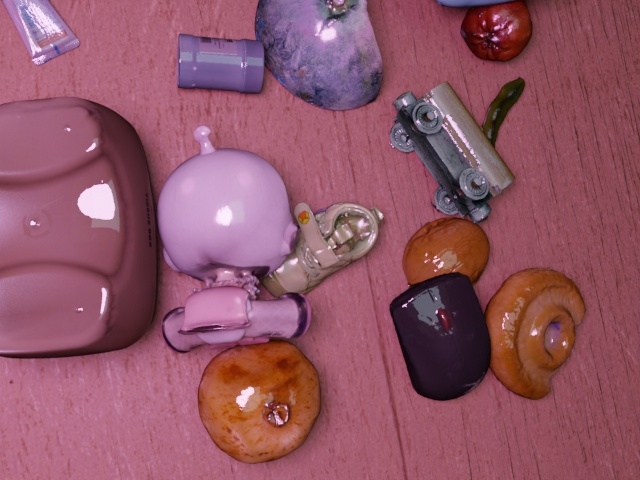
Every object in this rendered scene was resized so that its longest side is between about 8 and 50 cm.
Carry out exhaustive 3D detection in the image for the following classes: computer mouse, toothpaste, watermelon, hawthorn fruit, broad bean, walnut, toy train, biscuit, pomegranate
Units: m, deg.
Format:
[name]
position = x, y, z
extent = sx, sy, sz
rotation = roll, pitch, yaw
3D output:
[computer mouse]
position = 0.244, 0.201, 1.181
extent = 0.170, 0.100, 0.269
rotation = -26, 110, -14
[toothpaste]
position = -0.533, -0.436, 1.096
extent = 0.089, 0.057, 0.234
rotation = -33, 100, -15
[watermelon]
position = -0.007, -0.402, 1.177
extent = 0.188, 0.175, 0.321
rotation = -32, 92, -18
[hawthorn fruit]
position = 0.389, -0.470, 1.325
extent = 0.148, 0.148, 0.172
rotation = 39, 59, -9
[broad bean]
position = 0.394, -0.267, 1.350
extent = 0.069, 0.039, 0.226
rotation = 21, 79, -6
[walnut]
position = 0.269, 0.032, 1.252
extent = 0.211, 0.087, 0.167
rotation = -42, 92, -17
[toy train]
position = 0.278, -0.188, 1.252
extent = 0.190, 0.126, 0.307
rotation = -35, 89, -16
[biscuit]
position = 0.438, 0.181, 1.271
extent = 0.213, 0.091, 0.274
rotation = 31, 80, -25
[pomegranate]
position = -0.104, 0.269, 1.052
extent = 0.216, 0.215, 0.215
rotation = 2, 83, -16

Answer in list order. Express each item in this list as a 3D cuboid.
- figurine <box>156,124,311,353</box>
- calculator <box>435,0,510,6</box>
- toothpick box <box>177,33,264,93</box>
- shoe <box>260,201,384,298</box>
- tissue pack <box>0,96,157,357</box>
[figurine]
position = -0.150, 0.006, 1.037
extent = 0.253, 0.211, 0.361
rotation = -3, 65, -6
[calculator]
position = 0.361, -0.574, 1.299
extent = 0.387, 0.054, 0.256
rotation = -17, 46, -15
[toothpick box]
position = -0.189, -0.331, 1.154
extent = 0.153, 0.101, 0.101
rotation = 1, 83, -16
[shoe]
position = -0.002, 0.001, 1.169
extent = 0.262, 0.128, 0.140
rotation = -27, 77, -20
[tissue pack]
position = -0.398, -0.012, 0.972
extent = 0.268, 0.277, 0.386
rotation = -7, 83, -3
